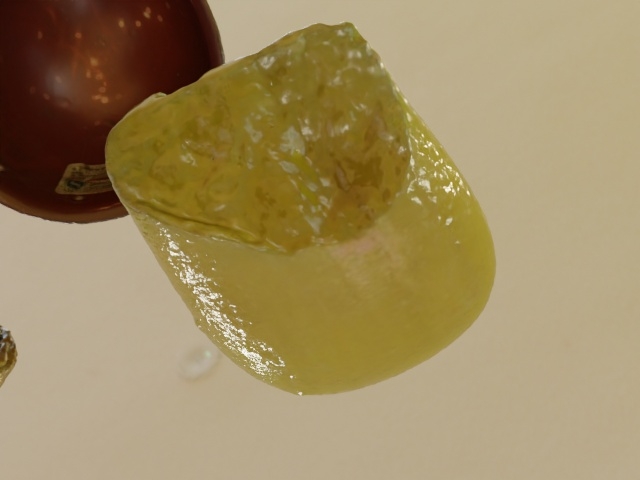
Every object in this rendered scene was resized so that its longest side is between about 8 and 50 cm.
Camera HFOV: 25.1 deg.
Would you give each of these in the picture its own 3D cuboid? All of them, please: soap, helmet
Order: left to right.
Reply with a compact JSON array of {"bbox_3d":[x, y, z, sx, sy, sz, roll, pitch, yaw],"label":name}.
[{"bbox_3d":[-0.276,-0.224,1.654,0.337,0.385,0.230,-28,-171,9],"label":"helmet"},{"bbox_3d":[0.001,0.001,1.415,0.306,0.427,0.115,-31,-141,6],"label":"soap"}]

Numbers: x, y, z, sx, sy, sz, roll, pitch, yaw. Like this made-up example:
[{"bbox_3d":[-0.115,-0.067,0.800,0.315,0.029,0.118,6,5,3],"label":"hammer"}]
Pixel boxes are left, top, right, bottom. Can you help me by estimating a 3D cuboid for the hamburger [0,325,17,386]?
[{"bbox_3d":[-0.416,0.149,1.457,0.231,0.107,0.231,-38,-163,14],"label":"hamburger"}]
